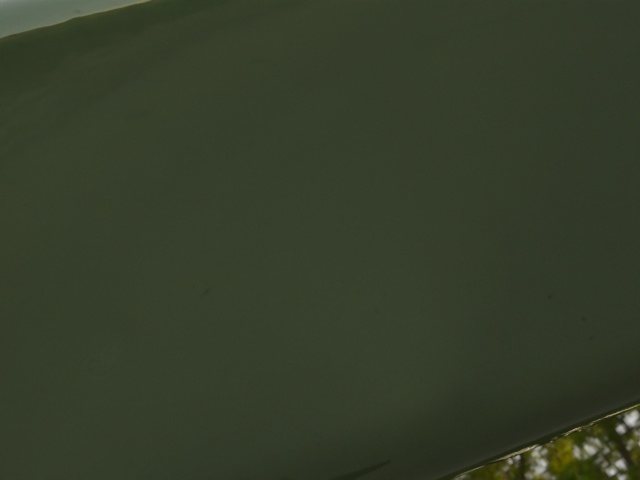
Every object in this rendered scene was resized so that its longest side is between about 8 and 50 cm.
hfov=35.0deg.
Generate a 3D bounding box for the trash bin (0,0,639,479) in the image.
[{"bbox_3d":[0.000,0.000,0.410,0.343,0.223,0.158,-19,-12,-20],"label":"trash bin"}]
